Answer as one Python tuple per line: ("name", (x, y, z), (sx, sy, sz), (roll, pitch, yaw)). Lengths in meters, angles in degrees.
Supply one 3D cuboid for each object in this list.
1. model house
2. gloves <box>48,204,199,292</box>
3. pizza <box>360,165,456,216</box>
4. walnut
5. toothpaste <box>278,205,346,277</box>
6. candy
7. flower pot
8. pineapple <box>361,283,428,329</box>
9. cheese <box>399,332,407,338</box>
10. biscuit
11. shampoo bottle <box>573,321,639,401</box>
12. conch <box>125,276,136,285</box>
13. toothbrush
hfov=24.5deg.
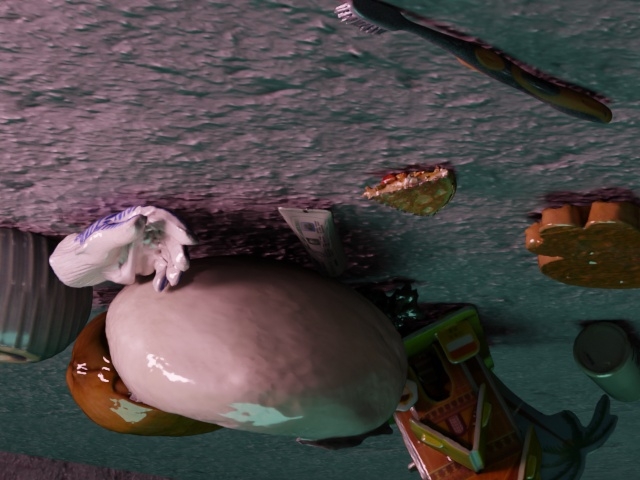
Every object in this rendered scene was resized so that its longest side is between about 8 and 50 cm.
("model house", (0.274, 0.281, 2.161), (0.340, 0.324, 0.300), (-26, 155, 1))
("gloves", (-0.227, 0.009, 1.739), (0.229, 0.097, 0.119), (-2, 160, 41))
("pizza", (0.110, -0.060, 1.570), (0.100, 0.029, 0.099), (11, 154, -32))
("walnut", (-0.223, 0.196, 2.190), (0.209, 0.209, 0.336), (-11, 159, 40))
("toothpaste", (0.000, 0.000, 1.771), (0.064, 0.041, 0.218), (5, 161, 12))
("candy", (-0.073, 0.126, 1.801), (0.386, 0.186, 0.427), (9, -167, -4))
("flower pot", (-0.414, 0.072, 1.879), (0.243, 0.157, 0.189), (9, 164, -14))
("pineapple", (0.060, 0.111, 2.039), (0.108, 0.108, 0.197), (17, 149, -39))
("cheese", (0.112, 0.191, 2.327), (0.286, 0.074, 0.189), (12, 162, -38))
("biscuit", (0.337, 0.005, 1.709), (0.202, 0.044, 0.288), (-7, 159, 29))
("shampoo bottle", (0.453, 0.193, 2.248), (0.085, 0.085, 0.262), (-3, 163, 21))
("conch", (-0.147, 0.123, 2.065), (0.114, 0.234, 0.137), (-36, 170, 14))
("toothbrush", (0.143, -0.150, 1.257), (0.321, 0.023, 0.031), (16, 166, -35))
